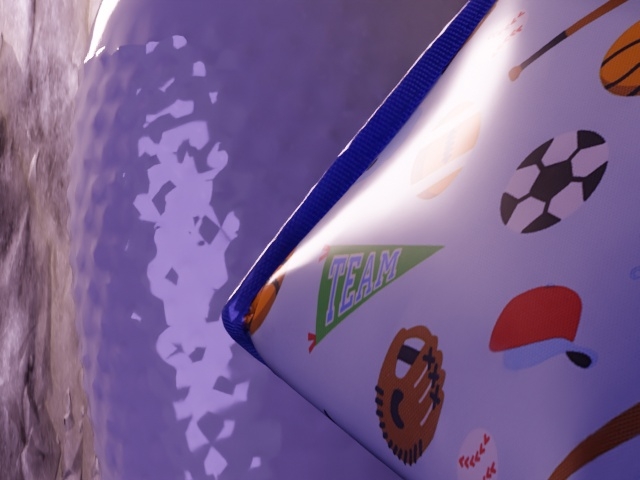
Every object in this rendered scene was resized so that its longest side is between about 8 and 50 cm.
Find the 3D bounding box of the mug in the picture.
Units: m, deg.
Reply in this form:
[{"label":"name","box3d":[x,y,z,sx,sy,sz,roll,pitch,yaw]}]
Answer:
[{"label":"mug","box3d":[0.000,0.000,1.114,0.374,0.276,0.328,-12,-88,-86]}]

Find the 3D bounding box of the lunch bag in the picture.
[{"label":"lunch bag","box3d":[0.187,-0.026,0.771,0.385,0.239,0.328,-50,30,-4]}]
